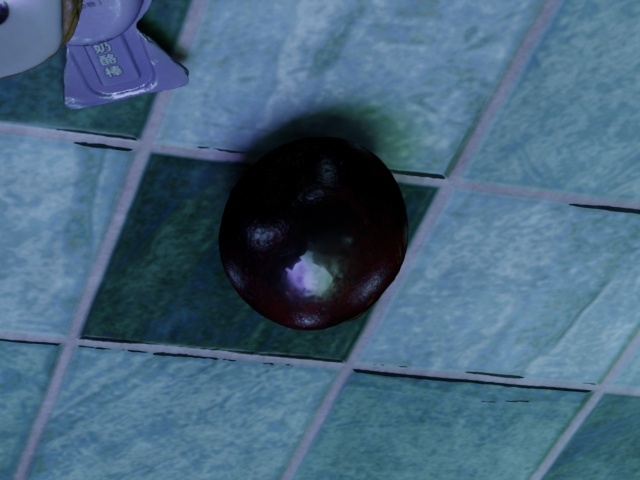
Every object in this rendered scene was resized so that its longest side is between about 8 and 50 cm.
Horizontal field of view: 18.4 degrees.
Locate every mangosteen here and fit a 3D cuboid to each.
[{"bbox_3d":[0.000,0.000,1.487,0.152,0.152,0.152,-6,141,-5],"label":"mangosteen"}]

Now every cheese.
[{"bbox_3d":[-0.159,-0.157,1.344,0.105,0.042,0.191,-12,142,5],"label":"cheese"}]

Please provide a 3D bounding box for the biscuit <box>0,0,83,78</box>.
[{"bbox_3d":[-0.249,-0.176,1.259,0.181,0.049,0.208,-24,126,31],"label":"biscuit"}]
